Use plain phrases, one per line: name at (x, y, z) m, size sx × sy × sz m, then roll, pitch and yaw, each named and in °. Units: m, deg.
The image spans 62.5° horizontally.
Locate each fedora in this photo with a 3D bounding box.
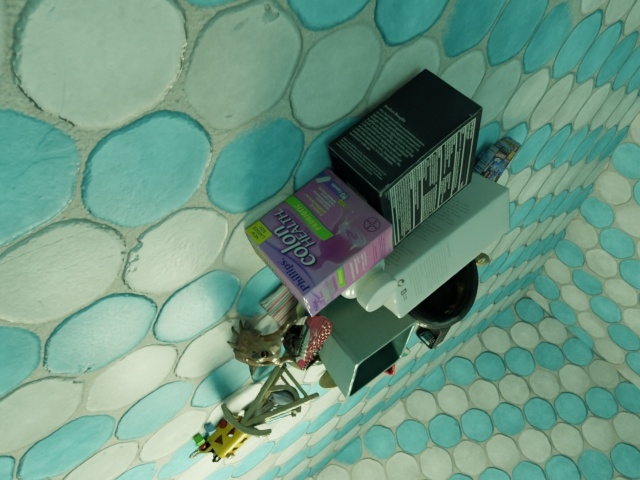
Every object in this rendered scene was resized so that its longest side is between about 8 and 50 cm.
fedora at (0.345, 0.117, 1.711) m, size 0.334 × 0.334 × 0.152 m, roll -37°, pitch -179°, yaw -16°

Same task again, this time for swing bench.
swing bench at (-0.160, 0.508, 1.631) m, size 0.254 × 0.165 × 0.253 m, roll -37°, pitch 167°, yaw -17°

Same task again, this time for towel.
towel at (-0.084, 0.165, 1.475) m, size 0.144 × 0.029 × 0.197 m, roll -44°, pitch 153°, yaw -8°

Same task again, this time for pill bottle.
pill bottle at (0.069, 0.054, 1.293) m, size 0.136 × 0.246 × 0.136 m, roll -33°, pitch 150°, yaw -22°

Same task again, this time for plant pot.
plant pot at (0.109, 0.288, 1.660) m, size 0.247 × 0.252 × 0.248 m, roll -29°, pitch 149°, yaw -27°

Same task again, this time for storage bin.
storage bin at (0.560, 0.439, 2.620) m, size 0.084 × 0.122 × 0.180 m, roll -28°, pitch 148°, yaw -30°

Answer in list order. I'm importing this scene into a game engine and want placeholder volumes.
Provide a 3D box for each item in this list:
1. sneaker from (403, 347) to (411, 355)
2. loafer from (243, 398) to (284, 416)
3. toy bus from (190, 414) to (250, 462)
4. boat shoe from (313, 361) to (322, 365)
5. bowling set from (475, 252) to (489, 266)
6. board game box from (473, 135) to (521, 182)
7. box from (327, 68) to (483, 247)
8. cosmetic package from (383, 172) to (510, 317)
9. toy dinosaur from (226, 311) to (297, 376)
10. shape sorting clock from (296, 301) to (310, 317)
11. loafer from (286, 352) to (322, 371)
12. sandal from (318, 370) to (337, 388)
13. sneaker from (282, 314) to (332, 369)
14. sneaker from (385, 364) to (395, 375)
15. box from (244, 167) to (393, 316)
sneaker at (0.302, 0.489, 2.367) m, size 0.121 × 0.108 × 0.302 m, roll -48°, pitch 144°, yaw 8°
loafer at (-0.197, 0.575, 1.862) m, size 0.170 × 0.062 × 0.061 m, roll -9°, pitch 97°, yaw -40°
toy bus at (-0.321, 0.679, 1.765) m, size 0.190 × 0.104 × 0.202 m, roll -21°, pitch 144°, yaw -37°
boat shoe at (0.047, 0.390, 1.915) m, size 0.219 × 0.078 × 0.070 m, roll -16°, pitch 141°, yaw -30°
bowling set at (0.434, 0.004, 1.852) m, size 0.286 × 0.200 × 0.154 m, roll -9°, pitch 177°, yaw 38°
board game box at (0.569, -0.261, 1.750) m, size 0.194 × 0.060 × 0.194 m, roll 4°, pitch 124°, yaw -55°
box at (0.198, -0.175, 1.225) m, size 0.294 × 0.183 × 0.296 m, roll -39°, pitch 154°, yaw -10°
cosmetic package at (0.302, -0.013, 1.505) m, size 0.453 × 0.230 × 0.162 m, roll -35°, pitch 131°, yaw -18°
toy dinosaur at (-0.178, 0.291, 1.419) m, size 0.200 × 0.127 × 0.295 m, roll -1°, pitch 154°, yaw -33°
shape sorting clock at (-0.006, 0.125, 1.468) m, size 0.206 × 0.040 × 0.206 m, roll -55°, pitch 164°, yaw -25°
loafer at (0.005, 0.361, 1.791) m, size 0.268 × 0.092 × 0.102 m, roll -29°, pitch 149°, yaw -28°
sandal at (0.095, 0.546, 2.170) m, size 0.240 × 0.088 × 0.079 m, roll -36°, pitch 146°, yaw -26°
sneaker at (-0.053, 0.285, 1.521) m, size 0.121 × 0.112 × 0.299 m, roll -45°, pitch 168°, yaw -29°
sneaker at (0.308, 0.582, 2.476) m, size 0.107 × 0.118 × 0.279 m, roll -51°, pitch 152°, yaw 13°
box at (0.000, 0.000, 1.161) m, size 0.243 × 0.213 × 0.117 m, roll -38°, pitch 152°, yaw -12°
